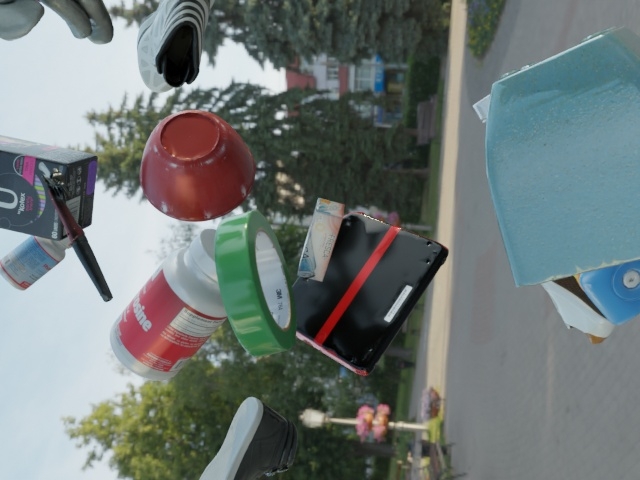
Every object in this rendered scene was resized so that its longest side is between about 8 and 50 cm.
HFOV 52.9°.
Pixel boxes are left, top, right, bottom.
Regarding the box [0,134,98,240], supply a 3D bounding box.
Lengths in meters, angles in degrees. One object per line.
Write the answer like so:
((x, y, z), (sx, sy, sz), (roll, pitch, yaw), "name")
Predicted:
((-0.621, -0.116, 1.323), (0.143, 0.271, 0.165), (-67, -11, -74), "box")

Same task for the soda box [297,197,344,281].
((0.000, 0.000, 1.414), (0.058, 0.063, 0.183), (-80, 5, -56), "soda box")

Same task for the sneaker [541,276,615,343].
((0.643, 0.159, 1.696), (0.290, 0.106, 0.123), (-125, 33, -46), "sneaker")

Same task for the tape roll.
((-0.138, 0.096, 1.435), (0.321, 0.077, 0.321), (-15, -90, -81), "tape roll")

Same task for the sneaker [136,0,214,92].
((-0.422, -0.490, 1.738), (0.447, 0.169, 0.257), (-43, 36, 54), "sneaker")

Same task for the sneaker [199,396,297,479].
((-0.146, 0.476, 1.308), (0.295, 0.147, 0.105), (-62, 30, -4), "sneaker")

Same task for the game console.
((0.099, 0.118, 1.654), (0.386, 0.342, 0.060), (-55, -38, -13), "game console")

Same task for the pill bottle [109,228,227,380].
((-0.369, 0.170, 1.735), (0.407, 0.229, 0.229), (-48, 7, 20), "pill bottle")

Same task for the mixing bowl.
((-0.191, -0.130, 0.972), (0.098, 0.182, 0.181), (96, -179, -61), "mixing bowl")

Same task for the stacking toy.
((0.627, 0.046, 1.469), (0.165, 0.175, 0.302), (48, -176, -14), "stacking toy")

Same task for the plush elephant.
((-0.614, -0.559, 1.366), (0.330, 0.256, 0.271), (-142, 41, -81), "plush elephant")

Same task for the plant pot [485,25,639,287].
((0.343, -0.121, 0.809), (0.247, 0.248, 0.252), (-33, -79, -54), "plant pot")

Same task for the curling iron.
((-0.442, -0.011, 1.160), (0.273, 0.035, 0.068), (64, 155, 9), "curling iron")

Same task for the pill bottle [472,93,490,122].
((0.348, -0.162, 1.055), (0.208, 0.119, 0.119), (56, -170, -3), "pill bottle")

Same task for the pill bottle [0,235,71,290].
((-0.640, 0.033, 1.457), (0.160, 0.087, 0.087), (-40, -14, -5), "pill bottle")
